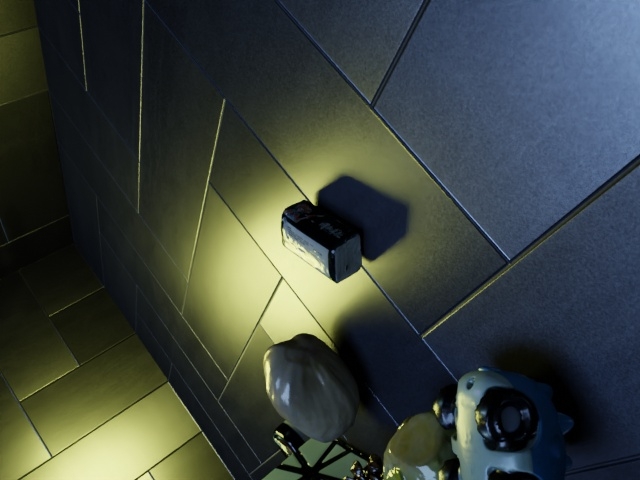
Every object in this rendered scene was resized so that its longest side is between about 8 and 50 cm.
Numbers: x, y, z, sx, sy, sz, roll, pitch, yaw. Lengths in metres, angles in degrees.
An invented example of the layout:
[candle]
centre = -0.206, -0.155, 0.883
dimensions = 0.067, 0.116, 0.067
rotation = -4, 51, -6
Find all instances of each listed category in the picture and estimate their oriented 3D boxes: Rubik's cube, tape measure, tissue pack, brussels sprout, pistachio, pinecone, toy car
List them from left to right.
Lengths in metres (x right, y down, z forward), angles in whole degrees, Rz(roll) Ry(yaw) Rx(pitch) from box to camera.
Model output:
[tape measure]
centre = -0.065, 0.653, 1.891
dimensions = 0.182, 0.107, 0.181
rotation = 40, 148, 29
[pistachio]
centre = -0.019, 0.373, 1.460
dimensions = 0.226, 0.208, 0.332
rotation = -10, 125, 36
[tissue pack]
centre = -0.001, -0.001, 1.206
dimensions = 0.170, 0.090, 0.103
rotation = 33, 142, 34
[Rubik's cube]
centre = 0.025, 0.764, 1.679
dimensions = 0.288, 0.293, 0.284
rotation = 6, 125, 52
[pinecone]
centre = 0.155, 0.609, 1.431
dimensions = 0.207, 0.207, 0.208
rotation = 37, 144, 33
[brussels sprout]
centre = 0.242, 0.462, 1.122
dimensions = 0.294, 0.227, 0.259
rotation = 56, 159, -21
[toy car]
centre = 0.302, 0.327, 0.940
dimensions = 0.188, 0.189, 0.256
rotation = 149, 121, -68
